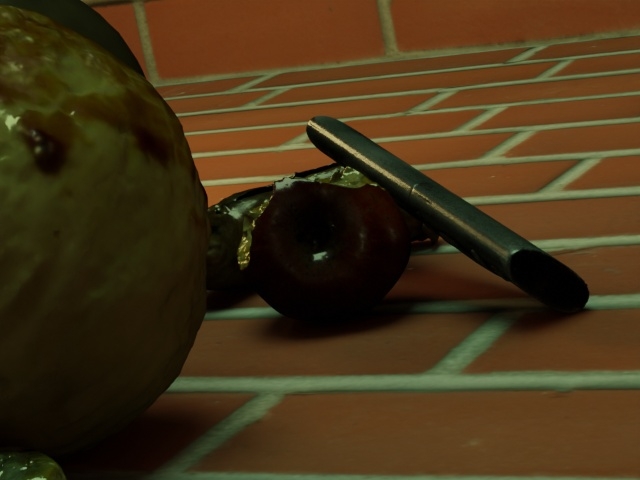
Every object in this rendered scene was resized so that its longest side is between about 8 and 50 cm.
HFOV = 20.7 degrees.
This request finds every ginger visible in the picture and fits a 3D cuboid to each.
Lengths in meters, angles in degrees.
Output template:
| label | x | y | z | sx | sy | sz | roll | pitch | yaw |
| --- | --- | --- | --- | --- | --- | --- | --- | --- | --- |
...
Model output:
| label | x | y | z | sx | sy | sz | roll | pitch | yaw |
| --- | --- | --- | --- | --- | --- | --- | --- | --- | --- |
| ginger | -0.025 | -0.013 | 1.848 | 0.309 | 0.107 | 0.133 | -14 | 36 | -21 |

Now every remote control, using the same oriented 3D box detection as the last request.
| label | x | y | z | sx | sy | sz | roll | pitch | yaw |
| --- | --- | --- | --- | --- | --- | --- | --- | --- | --- |
| remote control | 0.111 | -0.031 | 1.663 | 0.107 | 0.044 | 0.377 | 24 | 8 | -36 |

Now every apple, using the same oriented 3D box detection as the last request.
| label | x | y | z | sx | sy | sz | roll | pitch | yaw |
| --- | --- | --- | --- | --- | --- | --- | --- | --- | --- |
| apple | 0.004 | 0.005 | 1.654 | 0.156 | 0.147 | 0.158 | -37 | -2 | 1 |

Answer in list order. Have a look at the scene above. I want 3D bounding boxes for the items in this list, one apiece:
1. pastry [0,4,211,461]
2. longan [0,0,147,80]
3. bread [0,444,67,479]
| label | x | y | z | sx | sy | sz | roll | pitch | yaw |
| --- | --- | --- | --- | --- | --- | --- | --- | --- | --- |
| pastry | -0.267 | -0.015 | 1.375 | 0.388 | 0.388 | 0.312 | 6 | 60 | 51 |
| longan | -0.389 | -0.116 | 1.933 | 0.404 | 0.404 | 0.436 | -7 | 20 | 13 |
| bread | -0.238 | 0.184 | 1.214 | 0.117 | 0.064 | 0.156 | -15 | 15 | -28 |
